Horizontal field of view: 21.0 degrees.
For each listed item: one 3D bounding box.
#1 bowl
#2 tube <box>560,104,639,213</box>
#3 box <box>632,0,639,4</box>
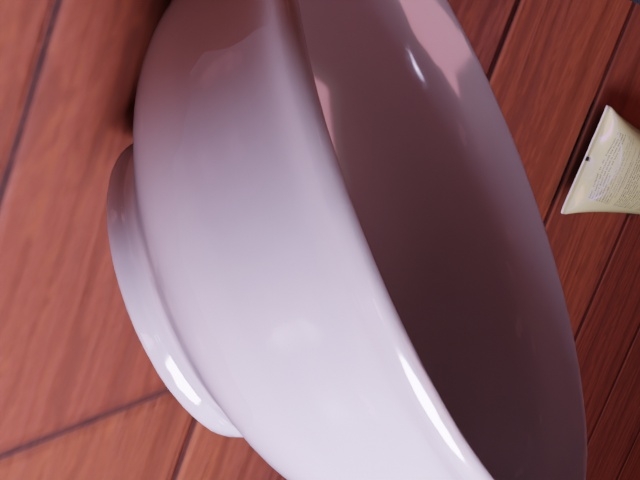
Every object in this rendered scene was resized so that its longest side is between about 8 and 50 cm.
[{"bbox_3d":[0.000,0.000,0.749,0.134,0.298,0.298,-21,167,18],"label":"bowl"},{"bbox_3d":[0.263,-0.058,1.455,0.240,0.062,0.070,5,67,-61],"label":"tube"},{"bbox_3d":[0.116,-0.241,0.788,0.165,0.143,0.270,-62,158,-4],"label":"box"}]
